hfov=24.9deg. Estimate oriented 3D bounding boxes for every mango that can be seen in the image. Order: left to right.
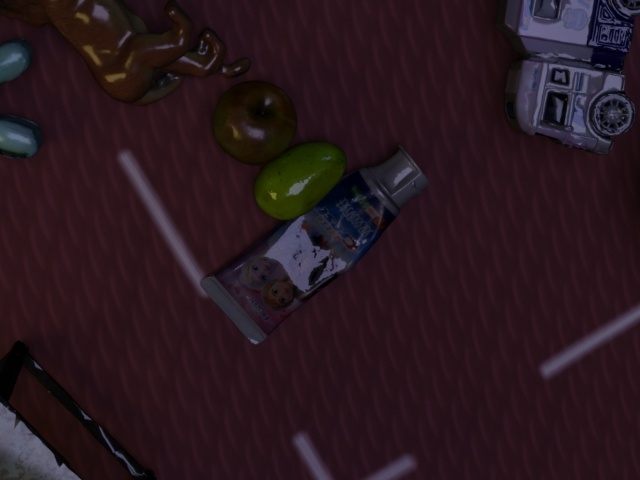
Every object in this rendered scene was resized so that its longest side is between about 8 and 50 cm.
[{"bbox_3d":[-0.021,-0.068,1.547,0.108,0.073,0.056,-27,140,-1],"label":"mango"}]

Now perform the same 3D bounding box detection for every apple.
[{"bbox_3d":[-0.069,-0.124,1.526,0.089,0.074,0.090,2,75,-6],"label":"apple"}]

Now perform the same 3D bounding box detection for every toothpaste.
[{"bbox_3d":[0.000,0.000,1.574,0.266,0.061,0.096,-39,102,5],"label":"toothpaste"}]

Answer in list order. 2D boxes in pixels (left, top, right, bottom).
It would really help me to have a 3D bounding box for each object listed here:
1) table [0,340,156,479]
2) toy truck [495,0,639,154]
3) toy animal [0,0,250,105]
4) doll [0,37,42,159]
[{"bbox_3d":[-0.355,0.311,1.453,0.335,0.272,0.222,-43,100,1],"label":"table"},{"bbox_3d":[0.263,-0.232,1.538,0.155,0.124,0.268,9,95,-2],"label":"toy truck"},{"bbox_3d":[-0.234,-0.234,1.491,0.157,0.097,0.312,-41,104,12],"label":"toy animal"},{"bbox_3d":[-0.369,-0.155,1.486,0.158,0.059,0.159,-10,109,-1],"label":"doll"}]
